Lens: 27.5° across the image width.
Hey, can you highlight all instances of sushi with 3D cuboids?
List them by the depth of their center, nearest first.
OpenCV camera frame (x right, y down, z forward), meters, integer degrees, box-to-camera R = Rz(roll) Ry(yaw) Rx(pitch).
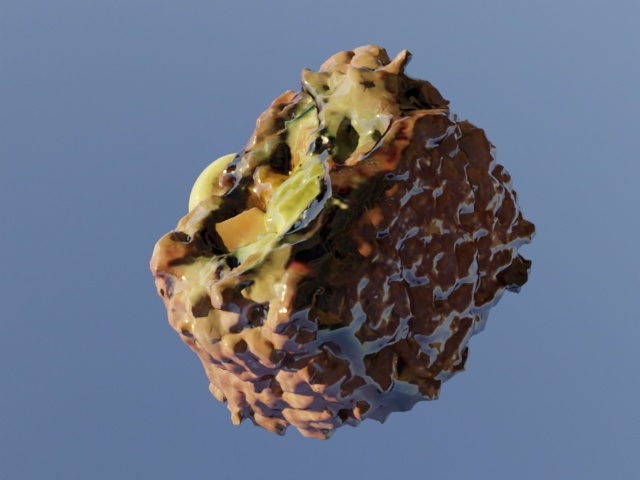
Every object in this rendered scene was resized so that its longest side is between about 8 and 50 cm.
[{"bbox_3d":[0.000,0.000,0.934,0.236,0.171,0.270,18,-117,45],"label":"sushi"}]
